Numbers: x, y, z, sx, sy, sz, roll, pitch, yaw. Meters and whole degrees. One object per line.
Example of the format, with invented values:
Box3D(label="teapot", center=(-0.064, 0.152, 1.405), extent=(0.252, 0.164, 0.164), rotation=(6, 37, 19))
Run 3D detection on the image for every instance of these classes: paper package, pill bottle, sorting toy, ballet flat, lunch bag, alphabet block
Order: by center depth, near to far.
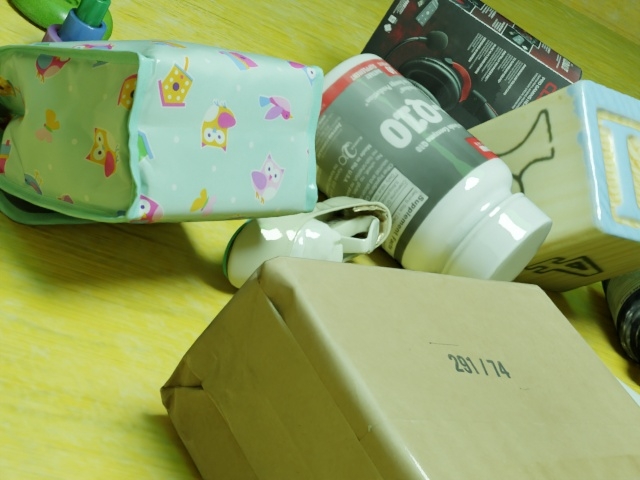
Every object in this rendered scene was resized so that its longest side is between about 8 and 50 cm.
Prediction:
Box3D(label="paper package", center=(0.102, 0.178, 0.830), extent=(0.325, 0.168, 0.309), rotation=(8, 38, -45))
Box3D(label="lunch bag", center=(-0.165, -0.092, 0.983), extent=(0.262, 0.160, 0.223), rotation=(8, 8, 39))
Box3D(label="ballet flat", center=(0.000, 0.000, 1.101), extent=(0.086, 0.086, 0.248), rotation=(41, 27, 13))
Box3D(label="pill bottle", center=(0.109, -0.063, 1.264), extent=(0.283, 0.161, 0.161), rotation=(43, 27, 18))
Box3D(label="sorting toy", center=(-0.276, -0.320, 1.297), extent=(0.127, 0.126, 0.365), rotation=(20, 28, -28))
Box3D(label="alphabet block", center=(0.301, -0.057, 1.366), extent=(0.193, 0.197, 0.192), rotation=(13, 67, -39))
Box3D(label="pill bottle", center=(0.429, 0.088, 1.431), extent=(0.123, 0.123, 0.219), rotation=(29, 26, -12))

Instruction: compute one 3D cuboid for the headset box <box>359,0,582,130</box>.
Box3D(label="headset box", center=(0.195, -0.199, 1.541), extent=(0.293, 0.218, 0.110), rotation=(35, 26, 1))

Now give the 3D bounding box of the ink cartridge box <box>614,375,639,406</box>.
Box3D(label="ink cartridge box", center=(0.266, 0.199, 1.080), extent=(0.208, 0.087, 0.153), rotation=(38, 25, 8))
